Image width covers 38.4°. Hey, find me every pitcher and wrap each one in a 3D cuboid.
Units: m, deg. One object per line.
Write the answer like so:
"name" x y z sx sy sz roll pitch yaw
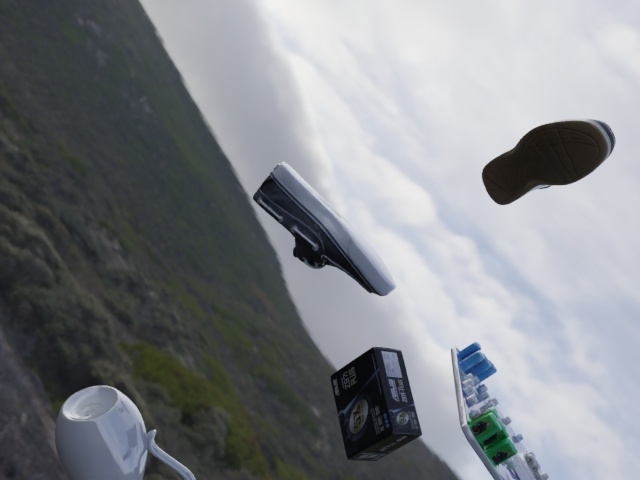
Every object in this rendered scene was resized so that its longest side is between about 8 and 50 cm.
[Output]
"pitcher" -0.281 0.312 1.327 0.125 0.177 0.207 -103 -176 -62

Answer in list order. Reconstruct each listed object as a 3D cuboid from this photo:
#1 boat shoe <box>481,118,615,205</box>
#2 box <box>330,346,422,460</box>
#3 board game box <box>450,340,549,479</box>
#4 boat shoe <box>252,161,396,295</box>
"boat shoe" 0.364 -0.133 1.445 0.103 0.092 0.285 60 -27 2
"box" 0.106 0.321 1.799 0.147 0.077 0.180 -40 -130 41
"board game box" 0.334 0.366 1.422 0.390 0.050 0.390 56 10 -5
"boat shoe" 0.000 0.000 1.557 0.301 0.102 0.108 46 9 16
